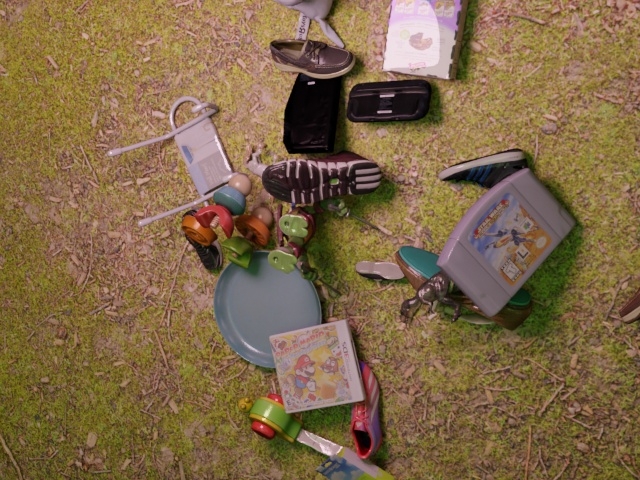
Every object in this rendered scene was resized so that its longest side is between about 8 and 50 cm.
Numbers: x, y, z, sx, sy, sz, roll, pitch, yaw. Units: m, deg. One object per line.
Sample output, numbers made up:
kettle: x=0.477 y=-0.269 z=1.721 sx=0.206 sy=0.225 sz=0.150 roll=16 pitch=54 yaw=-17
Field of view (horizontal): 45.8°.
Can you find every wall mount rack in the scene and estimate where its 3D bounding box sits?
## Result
wall mount rack: x=-0.365 y=-0.197 z=1.978 sx=0.304 sy=0.130 sz=0.350 roll=-25 pitch=85 yaw=17

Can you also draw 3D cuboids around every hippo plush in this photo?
hippo plush: x=-0.077 y=-0.607 z=1.741 sx=0.234 sy=0.236 sz=0.295 roll=10 pitch=103 yaw=20

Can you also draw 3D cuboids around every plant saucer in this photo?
plant saucer: x=-0.137 y=0.180 z=2.017 sx=0.317 sy=0.043 sz=0.318 roll=4 pitch=101 yaw=22

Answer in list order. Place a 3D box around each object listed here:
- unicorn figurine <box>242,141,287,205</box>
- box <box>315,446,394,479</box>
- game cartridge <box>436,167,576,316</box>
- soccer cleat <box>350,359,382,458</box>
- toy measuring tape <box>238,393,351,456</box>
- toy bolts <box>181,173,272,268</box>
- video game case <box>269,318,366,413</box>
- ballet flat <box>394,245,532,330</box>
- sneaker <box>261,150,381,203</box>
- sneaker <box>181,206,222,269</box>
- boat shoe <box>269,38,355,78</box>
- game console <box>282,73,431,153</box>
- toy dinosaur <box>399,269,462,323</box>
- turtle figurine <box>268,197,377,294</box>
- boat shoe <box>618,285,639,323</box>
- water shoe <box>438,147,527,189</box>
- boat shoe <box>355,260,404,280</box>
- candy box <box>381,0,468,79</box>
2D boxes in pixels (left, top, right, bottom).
unicorn figurine: x=-0.137 y=-0.178 z=1.949 sx=0.162 sy=0.060 sz=0.111 roll=39 pitch=113 yaw=29
box: x=0.088 y=0.604 z=1.959 sx=0.178 sy=0.042 sz=0.109 roll=34 pitch=129 yaw=-7
game cartridge: x=0.402 y=-0.005 z=1.658 sx=0.198 sy=0.062 sz=0.297 roll=45 pitch=82 yaw=-16
soccer cleat: x=0.108 y=0.431 z=1.932 sx=0.083 sy=0.095 sz=0.248 roll=-6 pitch=98 yaw=23
toy measuring tape: x=-0.076 y=0.491 z=2.004 sx=0.330 sy=0.121 sz=0.122 roll=21 pitch=107 yaw=18
toy bolts: x=-0.234 y=-0.072 z=1.911 sx=0.218 sy=0.228 sz=0.159 roll=25 pitch=68 yaw=16
video game case: x=-0.010 y=0.323 z=1.937 sx=0.226 sy=0.026 sz=0.207 roll=-15 pitch=84 yaw=24
ballet flat: x=0.325 y=0.126 z=1.794 sx=0.342 sy=0.116 sz=0.124 roll=20 pitch=126 yaw=14
sneaker: x=-0.002 y=-0.160 z=1.824 sx=0.281 sy=0.162 sz=0.107 roll=0 pitch=111 yaw=-6
sneaker: x=-0.330 y=0.000 z=2.044 sx=0.072 sy=0.077 sz=0.178 roll=-25 pitch=90 yaw=25
boat shoe: x=-0.026 y=-0.442 z=1.813 sx=0.223 sy=0.073 sz=0.080 roll=12 pitch=69 yaw=29
game console: x=0.081 y=-0.311 z=1.794 sx=0.361 sy=0.044 sz=0.213 roll=1 pitch=76 yaw=23
toy dinosaur: x=0.291 y=0.108 z=1.704 sx=0.118 sy=0.064 sz=0.268 roll=44 pitch=98 yaw=17
turtle figurine: x=0.000 y=0.000 z=1.809 sx=0.197 sy=0.266 sz=0.275 roll=-37 pitch=88 yaw=22
boat shoe: x=0.731 y=0.069 z=1.621 sx=0.257 sy=0.095 sz=0.095 roll=-45 pitch=68 yaw=17
water shoe: x=0.370 y=-0.150 z=1.731 sx=0.203 sy=0.073 sz=0.080 roll=-13 pitch=97 yaw=24
boat shoe: x=0.150 y=0.080 z=1.883 sx=0.125 sy=0.038 sz=0.046 roll=4 pitch=59 yaw=16
candy box: x=0.238 y=-0.473 z=1.727 sx=0.164 sy=0.070 sz=0.196 roll=12 pitch=103 yaw=20
